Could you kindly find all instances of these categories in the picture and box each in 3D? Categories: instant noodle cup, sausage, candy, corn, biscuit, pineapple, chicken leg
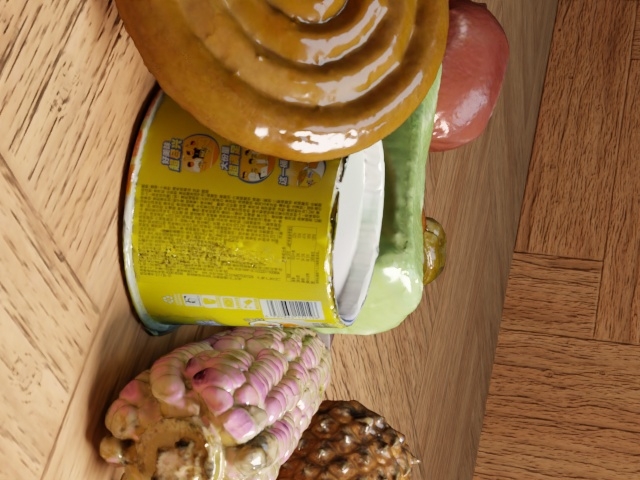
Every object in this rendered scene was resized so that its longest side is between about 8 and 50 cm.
[{"bbox_3d":[-0.042,-0.019,0.900,0.205,0.153,0.204,7,90,-74],"label":"instant noodle cup"},{"bbox_3d":[0.181,-0.229,1.675,0.148,0.148,0.254,69,32,-60],"label":"sausage"},{"bbox_3d":[0.036,-0.066,1.118,0.132,0.142,0.343,114,-11,-45],"label":"candy"},{"bbox_3d":[-0.063,0.123,0.950,0.335,0.127,0.126,-34,129,-76],"label":"corn"},{"bbox_3d":[-0.018,-0.182,0.807,0.037,0.262,0.261,-17,-121,60],"label":"biscuit"},{"bbox_3d":[-0.019,0.314,1.121,0.364,0.166,0.165,-65,157,-44],"label":"pineapple"},{"bbox_3d":[0.124,0.018,1.690,0.228,0.088,0.103,-16,121,-68],"label":"chicken leg"}]

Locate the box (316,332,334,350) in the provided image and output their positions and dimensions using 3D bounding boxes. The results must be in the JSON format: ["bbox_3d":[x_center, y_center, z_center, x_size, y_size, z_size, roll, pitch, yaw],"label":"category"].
[{"bbox_3d":[0.000,0.000,1.229,0.120,0.069,0.224,81,20,-45],"label":"box"}]

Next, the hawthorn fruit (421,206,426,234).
[{"bbox_3d":[0.098,-0.041,1.562,0.081,0.081,0.093,18,78,-75],"label":"hawthorn fruit"}]
